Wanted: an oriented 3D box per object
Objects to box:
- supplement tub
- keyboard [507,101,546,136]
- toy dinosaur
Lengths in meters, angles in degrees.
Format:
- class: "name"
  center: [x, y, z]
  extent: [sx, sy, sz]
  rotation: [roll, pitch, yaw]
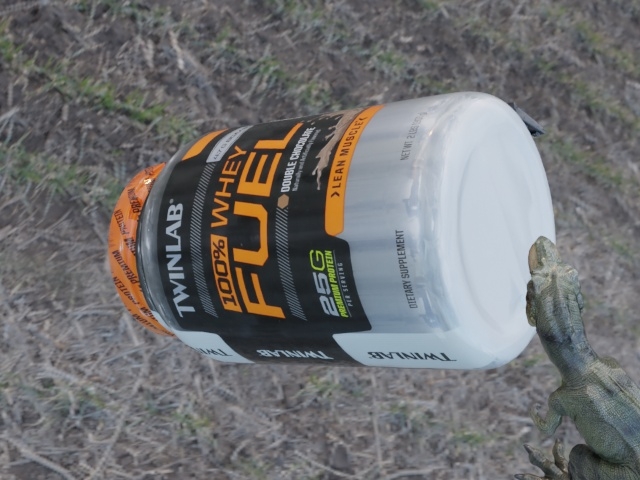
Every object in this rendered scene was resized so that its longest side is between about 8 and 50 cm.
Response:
- class: "supplement tub"
  center: [0.000, 0.000, 0.794]
  extent: [0.207, 0.338, 0.207]
  rotation: [8, 80, -53]
- class: "keyboard"
  center: [0.177, -0.139, 1.207]
  extent: [0.108, 0.180, 0.023]
  rotation: [27, 66, -42]
- class: "toy dinosaur"
  center: [0.167, 0.128, 0.494]
  extent: [0.064, 0.118, 0.268]
  rotation: [-31, 72, -19]
